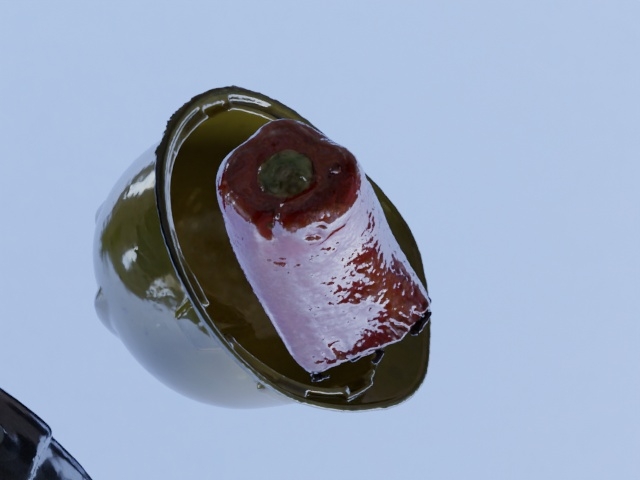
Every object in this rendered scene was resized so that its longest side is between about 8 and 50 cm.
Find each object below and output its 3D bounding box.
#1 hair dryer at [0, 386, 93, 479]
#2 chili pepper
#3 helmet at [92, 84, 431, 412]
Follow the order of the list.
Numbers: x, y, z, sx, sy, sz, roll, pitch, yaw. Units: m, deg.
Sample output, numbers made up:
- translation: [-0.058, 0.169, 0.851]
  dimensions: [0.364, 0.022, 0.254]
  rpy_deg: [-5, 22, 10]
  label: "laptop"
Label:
- translation: [-0.177, 0.131, 0.585]
  dimensions: [0.235, 0.091, 0.271]
  rpy_deg: [29, -140, -27]
  label: "hair dryer"
- translation: [0.000, 0.000, 0.888]
  dimensions: [0.073, 0.123, 0.070]
  rpy_deg: [-3, -132, 23]
  label: "chili pepper"
- translation: [-0.059, 0.026, 1.233]
  dimensions: [0.140, 0.257, 0.205]
  rpy_deg: [-21, -123, 32]
  label: "helmet"
